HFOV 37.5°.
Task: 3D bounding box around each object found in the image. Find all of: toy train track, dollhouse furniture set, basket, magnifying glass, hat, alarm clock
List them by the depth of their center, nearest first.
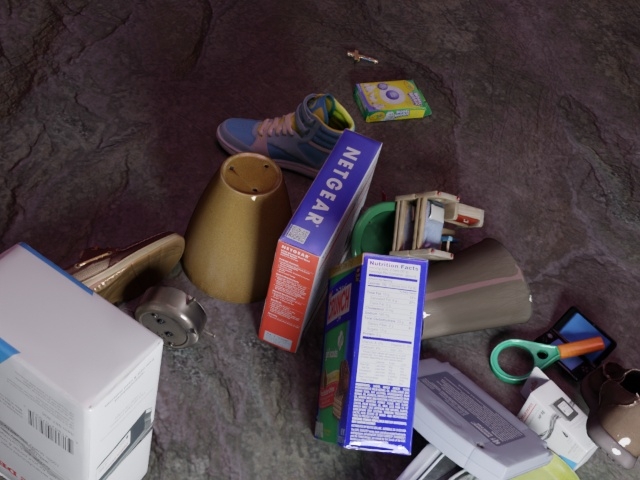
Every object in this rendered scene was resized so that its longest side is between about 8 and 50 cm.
[{"bbox_3d":[-0.297,0.145,1.753,0.192,0.129,0.064,3,45,28],"label":"alarm clock"},{"bbox_3d":[0.451,0.227,1.878,0.231,0.026,0.092,-10,55,-5],"label":"magnifying glass"},{"bbox_3d":[0.275,0.109,1.895,0.227,0.154,0.204,-14,51,-19],"label":"basket"},{"bbox_3d":[0.258,-0.017,1.927,0.184,0.129,0.129,12,80,-34],"label":"dollhouse furniture set"},{"bbox_3d":[0.107,-0.006,2.024,0.209,0.173,0.183,-10,11,-30],"label":"hat"},{"bbox_3d":[0.108,-0.472,2.445,0.083,0.014,0.048,14,41,-8],"label":"toy train track"}]

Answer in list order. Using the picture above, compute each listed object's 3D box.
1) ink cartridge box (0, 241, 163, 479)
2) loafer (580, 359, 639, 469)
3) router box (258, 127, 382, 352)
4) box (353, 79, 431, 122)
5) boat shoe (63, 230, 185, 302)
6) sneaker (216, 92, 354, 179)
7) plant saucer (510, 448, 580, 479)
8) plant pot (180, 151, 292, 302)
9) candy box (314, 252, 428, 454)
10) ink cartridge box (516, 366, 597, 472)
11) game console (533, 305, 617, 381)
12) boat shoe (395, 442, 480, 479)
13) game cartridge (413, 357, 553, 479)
[{"bbox_3d":[-0.413,0.240,1.459,0.285,0.395,0.166,32,48,15],"label":"ink cartridge box"},{"bbox_3d":[0.568,0.298,1.717,0.134,0.130,0.366,42,17,2],"label":"loafer"},{"bbox_3d":[0.000,0.000,1.820,0.082,0.301,0.335,23,48,7],"label":"router box"},{"bbox_3d":[0.182,-0.347,2.335,0.179,0.043,0.105,-7,52,-20],"label":"box"},{"bbox_3d":[-0.421,0.057,1.800,0.342,0.123,0.123,-33,64,-26],"label":"boat shoe"},{"bbox_3d":[-0.069,-0.259,2.090,0.319,0.208,0.127,13,50,-1],"label":"sneaker"},{"bbox_3d":[0.358,0.468,1.674,0.241,0.037,0.241,7,48,-8],"label":"plant saucer"},{"bbox_3d":[-0.152,-0.044,1.856,0.237,0.254,0.237,6,50,-7],"label":"plant pot"},{"bbox_3d":[0.080,0.193,1.614,0.122,0.268,0.317,9,80,-10],"label":"candy box"},{"bbox_3d":[0.432,0.337,1.760,0.060,0.104,0.180,-28,60,-29],"label":"ink cartridge box"},{"bbox_3d":[0.515,0.209,1.908,0.107,0.071,0.122,-21,56,-43],"label":"game console"},{"bbox_3d":[0.161,0.464,1.553,0.119,0.121,0.335,15,47,33],"label":"boat shoe"},{"bbox_3d":[0.253,0.319,1.689,0.196,0.060,0.294,3,28,-48],"label":"game cartridge"}]
